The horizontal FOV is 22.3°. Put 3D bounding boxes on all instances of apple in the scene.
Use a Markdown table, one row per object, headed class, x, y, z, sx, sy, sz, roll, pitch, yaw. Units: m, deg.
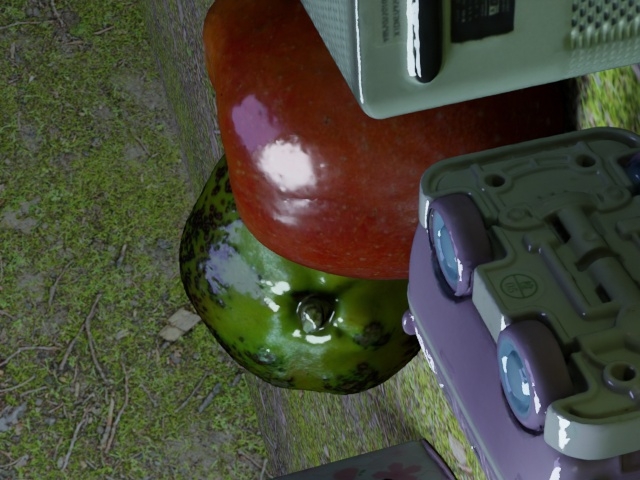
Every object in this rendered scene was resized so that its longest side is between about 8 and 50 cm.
| class | x | y | z | sx | sy | sz | roll | pitch | yaw |
| --- | --- | --- | --- | --- | --- | --- | --- | --- | --- |
| apple | 0.037 | -0.085 | 0.980 | 0.218 | 0.201 | 0.218 | 167 | 90 | -88 |

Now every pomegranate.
| class | x | y | z | sx | sy | sz | roll | pitch | yaw |
| --- | --- | --- | --- | --- | --- | --- | --- | --- | --- |
| pomegranate | 0.017 | 0.002 | 1.341 | 0.204 | 0.276 | 0.222 | 17 | 118 | 32 |

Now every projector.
| class | x | y | z | sx | sy | sz | roll | pitch | yaw |
| --- | --- | --- | --- | --- | --- | --- | --- | --- | --- |
| projector | 0.064 | -0.184 | 0.750 | 0.242 | 0.177 | 0.163 | -113 | 15 | -47 |

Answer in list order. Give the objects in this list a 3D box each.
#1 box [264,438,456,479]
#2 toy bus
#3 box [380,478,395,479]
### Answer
| class | x | y | z | sx | sy | sz | roll | pitch | yaw |
| --- | --- | --- | --- | --- | --- | --- | --- | --- | --- |
| box | -0.051 | 0.296 | 1.478 | 0.190 | 0.369 | 0.112 | -134 | 33 | -69 |
| toy bus | 0.130 | 0.050 | 0.792 | 0.202 | 0.142 | 0.142 | -115 | 16 | -47 |
| box | 0.143 | 0.331 | 0.890 | 0.350 | 0.091 | 0.359 | 38 | 152 | 45 |
